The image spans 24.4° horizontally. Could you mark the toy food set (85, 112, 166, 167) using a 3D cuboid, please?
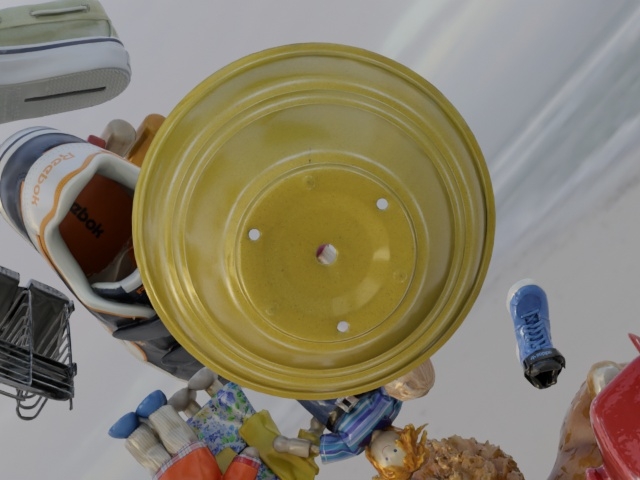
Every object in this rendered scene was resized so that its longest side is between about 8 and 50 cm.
[{"bbox_3d":[-0.253,-0.055,1.784,0.104,0.111,0.232,-49,29,40],"label":"toy food set"}]

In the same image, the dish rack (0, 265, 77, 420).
[{"bbox_3d":[-0.281,0.064,1.122,0.074,0.208,0.271,-64,17,9],"label":"dish rack"}]

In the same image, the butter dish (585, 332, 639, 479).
[{"bbox_3d":[0.273,0.175,1.219,0.118,0.160,0.160,-34,-27,9],"label":"butter dish"}]

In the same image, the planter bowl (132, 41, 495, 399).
[{"bbox_3d":[0.000,0.000,0.838,0.217,0.217,0.090,-49,11,7],"label":"planter bowl"}]

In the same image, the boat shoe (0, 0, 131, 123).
[{"bbox_3d":[-0.328,-0.161,1.370,0.302,0.094,0.109,-10,-25,-27],"label":"boat shoe"}]

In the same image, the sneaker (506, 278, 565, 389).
[{"bbox_3d":[0.279,0.125,1.896,0.058,0.084,0.152,-14,-51,-7],"label":"sneaker"}]

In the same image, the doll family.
[{"bbox_3d":[-0.010,0.130,1.072,0.263,0.163,0.118,-44,-17,6],"label":"doll family"}]

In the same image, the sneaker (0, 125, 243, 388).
[{"bbox_3d":[-0.127,0.036,1.202,0.126,0.321,0.127,-55,33,-7],"label":"sneaker"}]

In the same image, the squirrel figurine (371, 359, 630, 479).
[{"bbox_3d":[0.217,0.289,1.373,0.281,0.397,0.370,32,-116,-76],"label":"squirrel figurine"}]
